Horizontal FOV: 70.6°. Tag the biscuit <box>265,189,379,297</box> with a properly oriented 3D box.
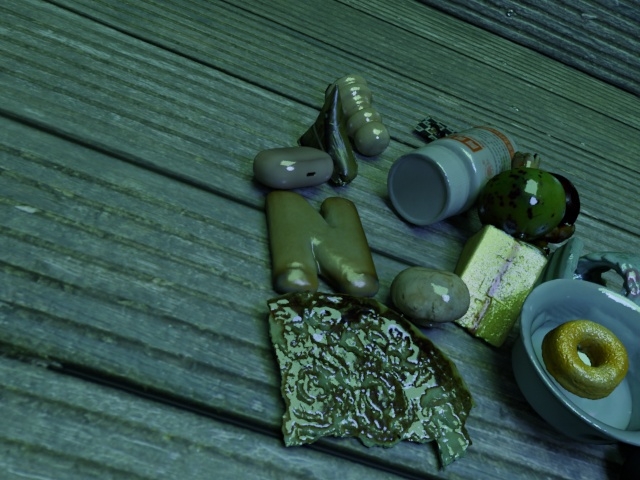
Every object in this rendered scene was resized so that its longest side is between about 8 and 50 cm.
[{"bbox_3d":[0.000,0.000,1.010,0.236,0.062,0.291,6,46,-18],"label":"biscuit"}]

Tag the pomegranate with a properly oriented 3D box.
[{"bbox_3d":[0.497,-0.113,1.121,0.202,0.202,0.248,18,64,-8],"label":"pomegranate"}]

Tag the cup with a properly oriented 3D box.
[{"bbox_3d":[0.539,0.263,0.919,0.346,0.163,0.347,6,47,-6],"label":"cup"}]

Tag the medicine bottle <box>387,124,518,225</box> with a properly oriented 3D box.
[{"bbox_3d":[0.369,-0.184,1.239,0.371,0.211,0.211,-24,62,-39],"label":"medicine bottle"}]

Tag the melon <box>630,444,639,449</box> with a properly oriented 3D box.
[{"bbox_3d":[0.697,0.395,0.934,0.162,0.099,0.099,6,47,-18],"label":"melon"}]

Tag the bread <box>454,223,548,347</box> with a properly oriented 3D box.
[{"bbox_3d":[0.396,0.114,1.099,0.167,0.163,0.264,33,76,7],"label":"bread"}]

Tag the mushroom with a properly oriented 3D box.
[{"bbox_3d":[0.228,0.121,0.948,0.166,0.166,0.127,6,91,-20],"label":"mushroom"}]

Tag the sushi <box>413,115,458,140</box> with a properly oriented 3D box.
[{"bbox_3d":[0.420,-0.344,1.539,0.201,0.031,0.139,36,45,14],"label":"sushi"}]

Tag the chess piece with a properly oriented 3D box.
[{"bbox_3d":[0.120,-0.363,1.365,0.142,0.143,0.261,-7,60,-29],"label":"chess piece"}]

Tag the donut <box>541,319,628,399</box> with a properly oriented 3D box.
[{"bbox_3d":[0.477,0.206,0.811,0.151,0.058,0.152,5,50,-6],"label":"donut"}]

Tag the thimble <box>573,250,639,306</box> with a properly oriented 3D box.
[{"bbox_3d":[0.746,0.118,1.161,0.149,0.186,0.211,4,15,-24],"label":"thimble"}]

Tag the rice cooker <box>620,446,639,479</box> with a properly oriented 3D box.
[{"bbox_3d":[0.656,0.438,0.823,0.202,0.118,0.142,-17,97,-4],"label":"rice cooker"}]

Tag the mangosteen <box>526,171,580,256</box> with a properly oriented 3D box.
[{"bbox_3d":[0.604,-0.064,1.251,0.211,0.211,0.250,15,67,-11],"label":"mangosteen"}]

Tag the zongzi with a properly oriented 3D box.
[{"bbox_3d":[0.055,-0.263,1.175,0.094,0.204,0.205,-12,56,-44],"label":"zongzi"}]

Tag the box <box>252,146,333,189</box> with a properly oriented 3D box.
[{"bbox_3d":[-0.065,-0.179,1.105,0.200,0.088,0.146,-12,26,-36],"label":"box"}]

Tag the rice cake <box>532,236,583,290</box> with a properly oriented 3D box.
[{"bbox_3d":[0.610,0.077,1.169,0.043,0.127,0.237,45,44,3],"label":"rice cake"}]

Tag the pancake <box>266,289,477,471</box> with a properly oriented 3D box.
[{"bbox_3d":[0.092,0.246,0.838,0.426,0.067,0.305,14,53,-13],"label":"pancake"}]
